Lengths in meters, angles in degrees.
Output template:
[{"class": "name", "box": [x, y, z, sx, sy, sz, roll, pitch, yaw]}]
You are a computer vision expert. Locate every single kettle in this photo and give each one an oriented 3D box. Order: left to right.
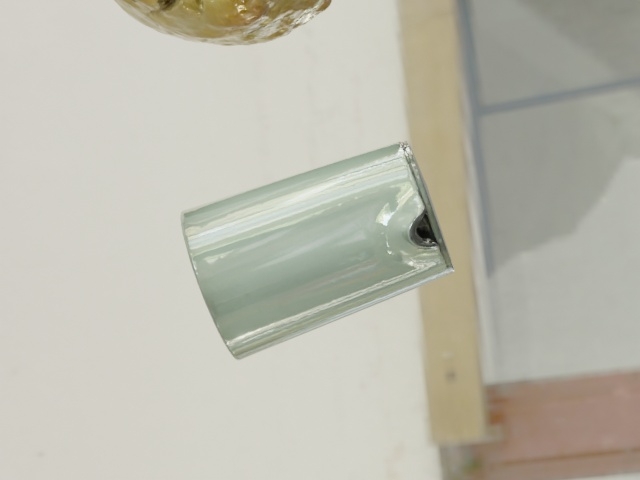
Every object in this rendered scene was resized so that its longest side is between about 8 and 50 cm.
[{"class": "kettle", "box": [0.002, 0.005, 1.077, 0.127, 0.148, 0.098, 60, -170, -73]}]

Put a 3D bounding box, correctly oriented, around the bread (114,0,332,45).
[{"class": "bread", "box": [-0.083, -0.256, 1.265, 0.134, 0.244, 0.244, -81, -23, -75]}]
